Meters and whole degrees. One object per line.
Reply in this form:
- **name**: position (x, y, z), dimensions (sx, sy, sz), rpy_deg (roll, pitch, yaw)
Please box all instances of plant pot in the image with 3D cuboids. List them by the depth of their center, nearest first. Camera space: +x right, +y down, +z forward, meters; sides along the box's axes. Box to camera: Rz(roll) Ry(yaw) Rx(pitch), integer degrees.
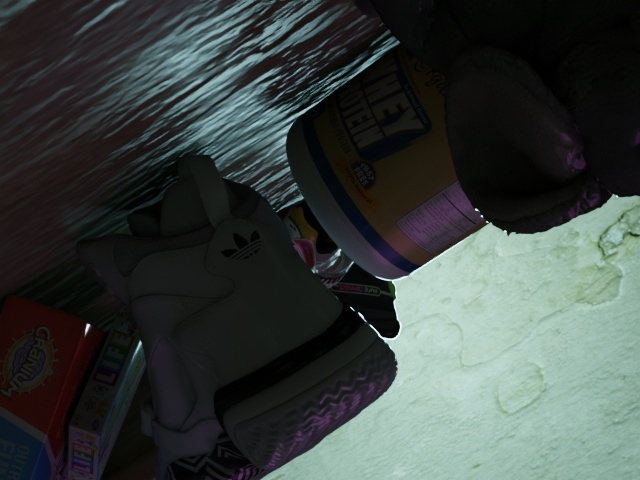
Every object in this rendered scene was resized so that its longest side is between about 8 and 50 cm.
- **plant pot**: position (-0.203, 0.162, 1.247), dimensions (0.237, 0.110, 0.237), rpy_deg (-31, -163, 11)

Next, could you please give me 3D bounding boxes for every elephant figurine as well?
- **elephant figurine**: position (0.122, -0.081, 0.542), dimensions (0.169, 0.239, 0.186), rpy_deg (-34, 173, 16)

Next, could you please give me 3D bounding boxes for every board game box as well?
- **board game box**: position (-0.171, 0.117, 0.990), dimensions (0.103, 0.026, 0.154), rpy_deg (107, 1, -53)
- **board game box**: position (-0.242, 0.185, 0.994), dimensions (0.316, 0.064, 0.242), rpy_deg (106, 2, -81)

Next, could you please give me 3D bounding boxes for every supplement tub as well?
- **supplement tub**: position (0.091, -0.078, 0.845), dimensions (0.200, 0.144, 0.144), rpy_deg (-35, 173, 18)

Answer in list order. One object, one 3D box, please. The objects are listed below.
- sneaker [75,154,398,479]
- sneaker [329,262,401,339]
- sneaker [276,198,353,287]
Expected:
- **sneaker**: position (-0.083, 0.081, 0.894), dimensions (0.137, 0.210, 0.366), rpy_deg (-29, 170, -29)
- **sneaker**: position (-0.107, 0.176, 1.542), dimensions (0.483, 0.202, 0.185), rpy_deg (-33, 173, 6)
- **sneaker**: position (0.000, 0.000, 1.251), dimensions (0.093, 0.088, 0.225), rpy_deg (-36, 173, 21)
